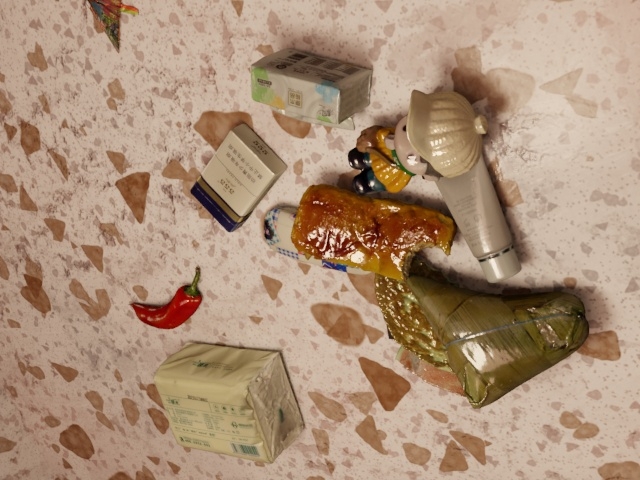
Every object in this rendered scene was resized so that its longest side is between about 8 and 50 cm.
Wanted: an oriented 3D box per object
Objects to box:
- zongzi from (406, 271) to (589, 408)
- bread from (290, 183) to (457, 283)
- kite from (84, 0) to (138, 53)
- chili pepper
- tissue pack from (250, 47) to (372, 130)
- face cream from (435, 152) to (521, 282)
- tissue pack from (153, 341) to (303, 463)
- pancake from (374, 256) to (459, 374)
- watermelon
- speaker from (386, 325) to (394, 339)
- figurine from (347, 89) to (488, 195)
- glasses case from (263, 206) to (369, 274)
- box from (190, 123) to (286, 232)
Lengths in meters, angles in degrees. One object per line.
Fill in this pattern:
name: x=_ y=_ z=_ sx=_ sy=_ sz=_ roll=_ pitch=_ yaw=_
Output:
zongzi: x=0.386 y=0.142 z=1.712 sx=0.323 sy=0.160 sz=0.361 roll=-35 pitch=72 yaw=13
bread: x=0.119 y=-0.012 z=1.772 sx=0.380 sy=0.109 sz=0.185 roll=13 pitch=84 yaw=20
kite: x=-0.546 y=-0.607 z=1.995 sx=0.183 sy=0.014 sz=0.241 roll=20 pitch=124 yaw=19
chili pepper: x=-0.468 y=0.203 z=2.342 sx=0.368 sy=0.092 sz=0.137 roll=-26 pitch=88 yaw=37
tissue pack: x=-0.023 y=-0.325 z=1.715 sx=0.229 sy=0.159 sz=0.145 roll=19 pitch=125 yaw=23
face cream: x=0.342 y=-0.061 z=1.678 sx=0.143 sy=0.089 sz=0.315 roll=-23 pitch=93 yaw=40
tissue pack: x=-0.277 y=0.478 z=2.288 sx=0.380 sy=0.207 sz=0.297 roll=2 pitch=118 yaw=32
pancake: x=0.241 y=0.150 z=1.830 sx=0.197 sy=0.054 sz=0.377 roll=-23 pitch=85 yaw=1
watermelon: x=0.312 y=0.278 z=1.881 sx=0.231 sy=0.128 sz=0.146 roll=20 pitch=97 yaw=7
speaker: x=0.185 y=0.158 z=1.923 sx=0.046 sy=0.040 sz=0.191 roll=2 pitch=116 yaw=29
figurine: x=0.211 y=-0.202 z=1.649 sx=0.332 sy=0.204 sz=0.185 roll=151 pitch=108 yaw=-65
glasses case: x=0.000 y=0.000 z=1.931 sx=0.327 sy=0.076 sz=0.125 roll=15 pitch=119 yaw=26
box: x=-0.218 y=-0.157 z=1.990 sx=0.168 sy=0.071 sz=0.259 roll=46 pitch=131 yaw=3
